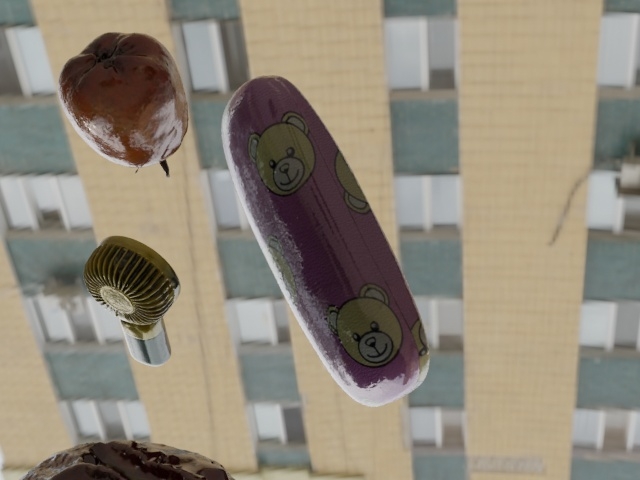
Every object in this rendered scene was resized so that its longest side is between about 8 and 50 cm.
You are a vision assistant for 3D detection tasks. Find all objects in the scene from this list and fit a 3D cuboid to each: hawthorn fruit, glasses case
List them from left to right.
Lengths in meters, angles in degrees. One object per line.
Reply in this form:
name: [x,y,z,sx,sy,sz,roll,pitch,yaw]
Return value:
hawthorn fruit: [-0.123,-0.083,0.895,0.081,0.093,0.081,-10,-139,9]
glasses case: [0.000,0.000,1.250,0.076,0.123,0.316,-20,-102,-34]

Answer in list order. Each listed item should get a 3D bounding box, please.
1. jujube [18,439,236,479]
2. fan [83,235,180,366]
jujube: [-0.106,0.281,1.061,0.258,0.258,0.377,-34,-149,-25]
fan: [-0.160,0.061,1.213,0.082,0.155,0.039,17,-126,21]
